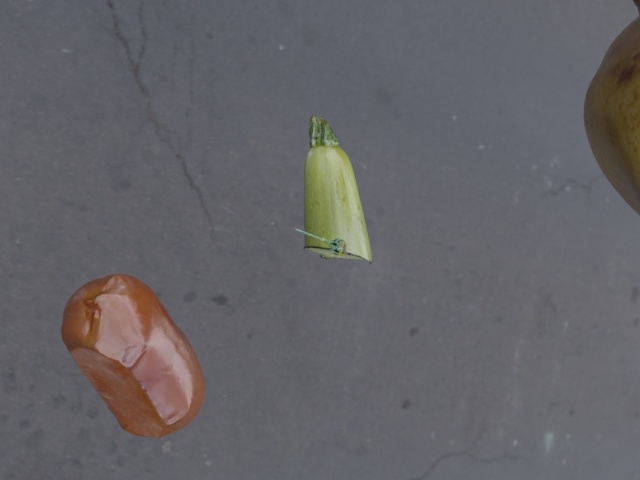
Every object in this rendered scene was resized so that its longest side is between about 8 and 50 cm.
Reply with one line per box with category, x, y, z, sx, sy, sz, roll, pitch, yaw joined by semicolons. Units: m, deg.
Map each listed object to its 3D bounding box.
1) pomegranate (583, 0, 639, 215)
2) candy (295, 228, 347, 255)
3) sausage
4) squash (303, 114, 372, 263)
pomegranate;0.540;-0.185;1.000;0.417;0.417;0.416;-9;103;-44
candy;0.000;0.000;1.183;0.025;0.083;0.023;106;3;-55
sausage;-0.227;0.145;0.981;0.133;0.133;0.258;-48;134;-28
squash;0.016;-0.086;1.464;0.137;0.137;0.287;-23;112;-40
